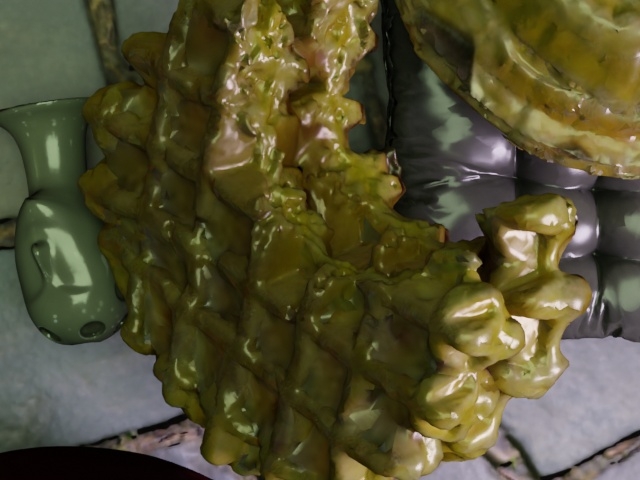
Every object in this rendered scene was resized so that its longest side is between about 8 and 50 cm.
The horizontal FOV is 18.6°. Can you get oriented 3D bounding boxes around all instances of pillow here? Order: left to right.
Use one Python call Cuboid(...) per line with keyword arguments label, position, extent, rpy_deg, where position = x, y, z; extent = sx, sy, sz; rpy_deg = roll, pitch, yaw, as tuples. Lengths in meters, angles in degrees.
Cuboid(label="pillow", position=(0.190, -0.046, 1.260), extent=(0.326, 0.101, 0.228), rpy_deg=(2, 93, -1))

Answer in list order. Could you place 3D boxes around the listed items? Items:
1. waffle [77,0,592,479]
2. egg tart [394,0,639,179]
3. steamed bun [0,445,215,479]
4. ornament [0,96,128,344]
Cuboid(label="waffle", position=(0.000, 0.000, 1.153), extent=(0.324, 0.151, 0.261), rpy_deg=(54, 130, 25))
Cuboid(label="egg tart", position=(0.183, -0.178, 1.169), extent=(0.290, 0.115, 0.290), rpy_deg=(1, 75, -3))
Cuboid(label="steamed bun", position=(-0.126, 0.257, 1.172), extent=(0.379, 0.235, 0.248), rpy_deg=(22, 92, -3))
Cuboid(label="ornament", position=(-0.165, -0.010, 1.250), extent=(0.075, 0.081, 0.156), rpy_deg=(-10, 88, 21))
